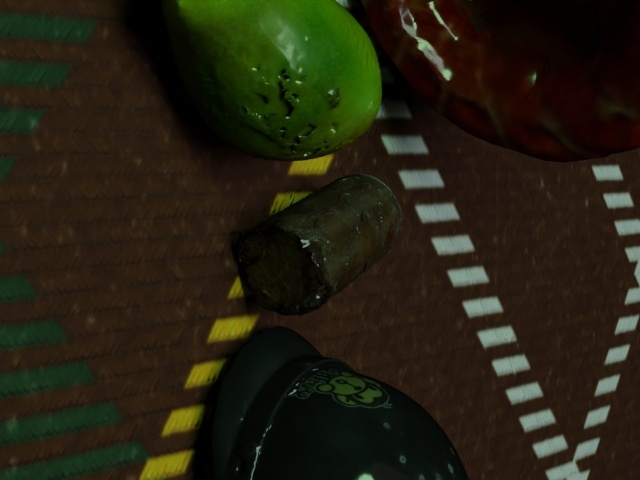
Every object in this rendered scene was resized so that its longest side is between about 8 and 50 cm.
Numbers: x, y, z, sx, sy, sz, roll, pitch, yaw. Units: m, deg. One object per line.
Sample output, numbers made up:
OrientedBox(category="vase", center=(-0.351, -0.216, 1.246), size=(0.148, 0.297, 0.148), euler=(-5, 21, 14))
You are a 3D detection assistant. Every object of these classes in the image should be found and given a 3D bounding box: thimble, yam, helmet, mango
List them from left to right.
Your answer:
OrientedBox(category="mango", center=(-0.040, -0.128, 1.380), size=(0.233, 0.111, 0.125), euler=(31, 59, -55))
OrientedBox(category="yam", center=(0.000, 0.002, 1.486), size=(0.141, 0.079, 0.079), euler=(-36, 121, -56))
OrientedBox(category="helmet", center=(0.029, 0.203, 1.451), size=(0.230, 0.160, 0.278), euler=(-26, 113, -56))
OrientedBox(category="thimble", center=(0.199, -0.250, 1.576), size=(0.230, 0.350, 0.350), euler=(-50, 131, -48))
